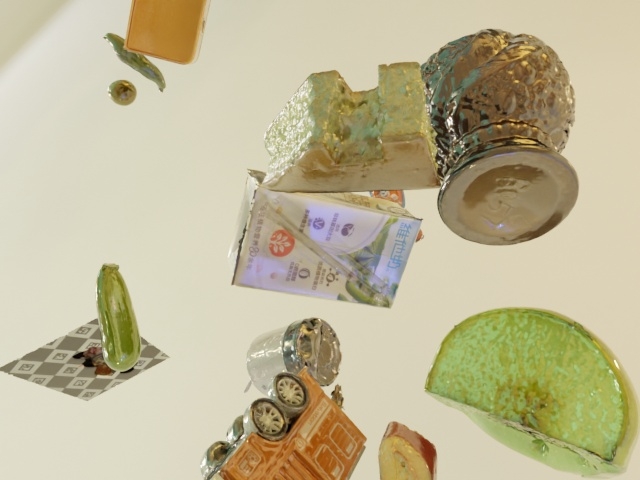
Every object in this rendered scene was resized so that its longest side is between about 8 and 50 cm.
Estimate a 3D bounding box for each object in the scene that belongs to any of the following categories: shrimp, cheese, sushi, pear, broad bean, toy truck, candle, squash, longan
[{"bbox_3d":[0.046,0.443,1.322,0.124,0.034,0.178,174,-74,-69],"label":"shrimp"},{"bbox_3d":[0.227,-0.099,1.666,0.106,0.256,0.037,-23,-168,32],"label":"cheese"},{"bbox_3d":[-0.530,0.261,1.270,0.264,0.290,0.050,-28,-124,1],"label":"sushi"},{"bbox_3d":[0.409,0.276,1.001,0.342,0.318,0.238,13,-110,40],"label":"pear"},{"bbox_3d":[-0.474,-0.463,1.422,0.061,0.195,0.046,-12,-137,46],"label":"broad bean"},{"bbox_3d":[-0.088,0.371,0.780,0.173,0.207,0.387,-51,174,31],"label":"toy truck"},{"bbox_3d":[-0.103,0.330,1.479,0.330,0.187,0.187,-25,-140,37],"label":"candle"},{"bbox_3d":[-0.351,0.134,0.945,0.066,0.201,0.066,-2,-163,1],"label":"squash"},{"bbox_3d":[-0.537,-0.404,1.480,0.075,0.075,0.083,-36,-118,-6],"label":"longan"}]

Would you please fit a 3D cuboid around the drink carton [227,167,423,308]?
[{"bbox_3d":[-0.001,0.000,1.026,0.132,0.324,0.194,-124,-132,-64],"label":"drink carton"}]

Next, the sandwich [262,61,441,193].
[{"bbox_3d":[0.022,-0.124,0.666,0.235,0.128,0.122,-4,-115,17],"label":"sandwich"}]

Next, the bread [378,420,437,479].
[{"bbox_3d":[0.105,0.284,0.654,0.067,0.119,0.192,1,-172,15],"label":"bread"}]

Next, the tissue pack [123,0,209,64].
[{"bbox_3d":[-0.327,-0.491,1.204,0.274,0.145,0.194,-117,-136,-69],"label":"tissue pack"}]

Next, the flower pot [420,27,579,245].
[{"bbox_3d":[0.271,-0.150,0.852,0.266,0.266,0.267,-12,-135,17],"label":"flower pot"}]
